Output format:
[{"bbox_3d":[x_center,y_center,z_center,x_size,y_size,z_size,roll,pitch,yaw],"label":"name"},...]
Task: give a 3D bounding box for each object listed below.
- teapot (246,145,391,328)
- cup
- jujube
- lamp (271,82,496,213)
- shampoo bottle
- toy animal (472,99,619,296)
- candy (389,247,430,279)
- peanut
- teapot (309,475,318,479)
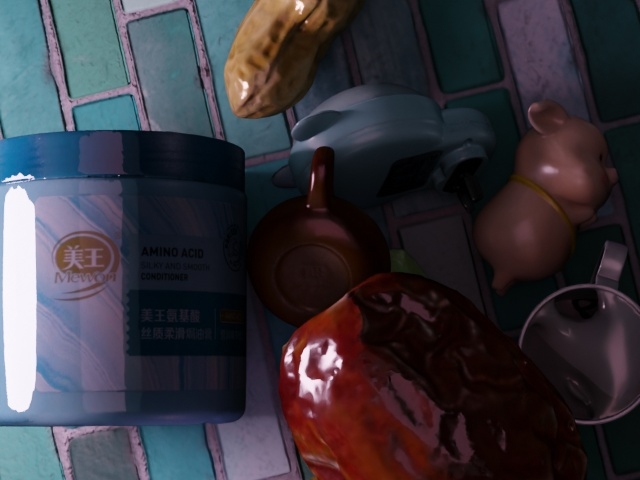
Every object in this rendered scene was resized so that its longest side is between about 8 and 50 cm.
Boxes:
[{"bbox_3d":[0.000,0.000,1.795,0.178,0.135,0.252,4,113,4],"label":"teapot"},{"bbox_3d":[0.343,0.129,1.826,0.221,0.202,0.167,-43,82,-2],"label":"cup"},{"bbox_3d":[0.129,0.218,1.660,0.276,0.276,0.377,-43,83,-2],"label":"jujube"},{"bbox_3d":[0.089,-0.118,1.879,0.284,0.209,0.147,8,64,-11],"label":"lamp"},{"bbox_3d":[-0.256,0.058,1.813,0.331,0.331,0.342,-1,84,4],"label":"shampoo bottle"},{"bbox_3d":[0.285,-0.042,1.870,0.149,0.165,0.248,23,84,4],"label":"toy animal"},{"bbox_3d":[0.151,0.177,1.877,0.132,0.142,0.343,-31,80,-36],"label":"candy"},{"bbox_3d":[-0.032,-0.294,1.935,0.147,0.147,0.305,32,88,7],"label":"peanut"},{"bbox_3d":[0.076,0.385,1.843,0.203,0.167,0.311,18,109,46],"label":"teapot"}]
